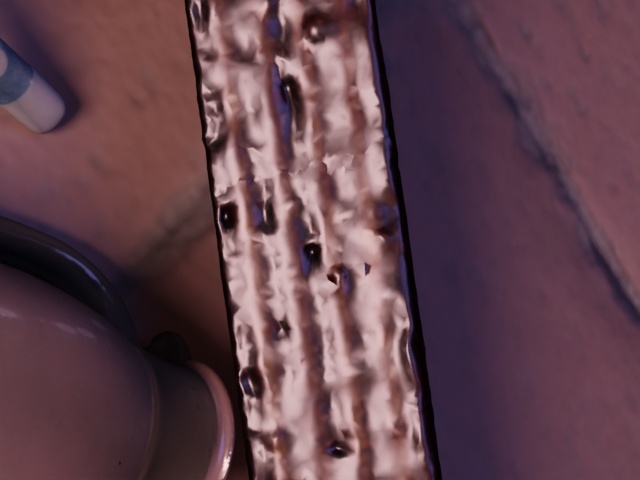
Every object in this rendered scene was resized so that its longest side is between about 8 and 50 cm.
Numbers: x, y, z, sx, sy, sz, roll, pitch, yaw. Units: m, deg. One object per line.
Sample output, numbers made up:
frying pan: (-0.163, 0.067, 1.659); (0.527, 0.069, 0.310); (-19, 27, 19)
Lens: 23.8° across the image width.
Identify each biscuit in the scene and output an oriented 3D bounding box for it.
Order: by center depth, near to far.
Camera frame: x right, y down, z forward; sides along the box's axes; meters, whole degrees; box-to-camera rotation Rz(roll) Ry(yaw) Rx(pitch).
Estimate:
biscuit: (0.000, 0.000, 0.591); (0.073, 0.107, 0.388); (-7, 91, 3)

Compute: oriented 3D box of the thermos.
thermos: (-0.118, 0.043, 0.518); (0.193, 0.105, 0.137); (17, 41, -42)

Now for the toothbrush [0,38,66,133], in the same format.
toothbrush: (-0.157, -0.104, 0.480); (0.019, 0.025, 0.276); (-48, 144, -4)
